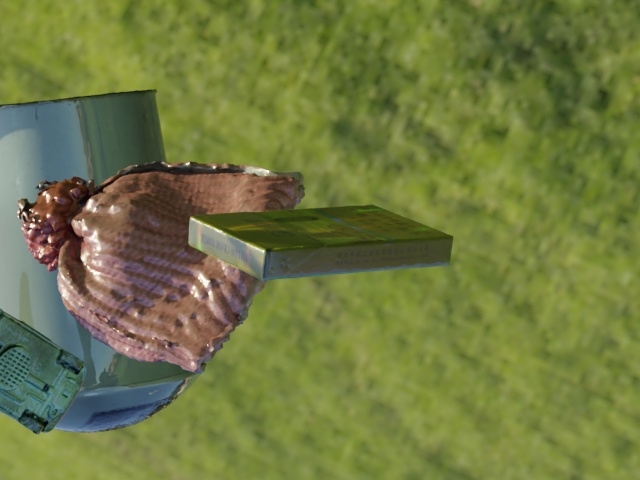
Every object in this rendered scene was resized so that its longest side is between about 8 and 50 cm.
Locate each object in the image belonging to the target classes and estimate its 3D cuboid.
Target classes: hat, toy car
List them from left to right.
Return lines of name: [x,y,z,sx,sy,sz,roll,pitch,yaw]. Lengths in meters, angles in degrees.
toy car: [-0.329,0.116,1.968,0.076,0.090,0.224,24,169,39]
hat: [-0.171,0.008,1.916,0.286,0.236,0.107,13,146,24]

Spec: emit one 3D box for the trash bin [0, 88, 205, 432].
trash bin: [-0.304,0.031,2.517,0.280,0.432,0.280,-7,-175,1]

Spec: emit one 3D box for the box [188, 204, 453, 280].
box: [0.000,0.000,1.670,0.193,0.030,0.121,-3,-164,-35]
